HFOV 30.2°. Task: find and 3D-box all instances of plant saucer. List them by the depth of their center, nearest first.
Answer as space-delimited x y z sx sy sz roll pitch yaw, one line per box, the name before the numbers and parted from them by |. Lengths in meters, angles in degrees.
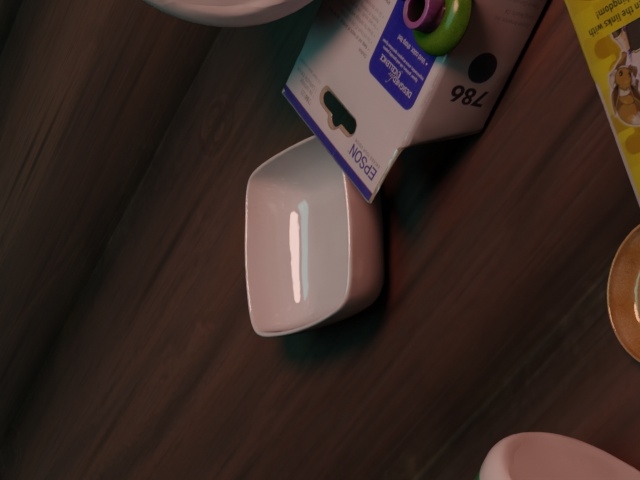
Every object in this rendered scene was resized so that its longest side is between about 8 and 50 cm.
plant saucer | 0.189 0.027 0.634 0.083 0.015 0.083 -14 73 55

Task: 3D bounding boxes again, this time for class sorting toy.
sorting toy | 0.058 -0.164 0.730 0.061 0.042 0.102 -17 70 55

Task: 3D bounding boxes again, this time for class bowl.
bowl | 0.000 0.000 0.894 0.142 0.053 0.142 -23 65 53

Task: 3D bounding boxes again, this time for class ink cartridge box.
ink cartridge box | 0.088 -0.199 0.788 0.333 0.065 0.165 -63 38 25

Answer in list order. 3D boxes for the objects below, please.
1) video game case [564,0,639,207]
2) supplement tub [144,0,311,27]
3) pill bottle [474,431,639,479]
video game case | 0.201 -0.159 0.457 0.275 0.035 0.248 -28 76 48
supplement tub | -0.059 -0.297 0.852 0.191 0.191 0.272 -54 20 37
pill bottle | 0.104 0.218 0.636 0.117 0.117 0.208 48 124 49
